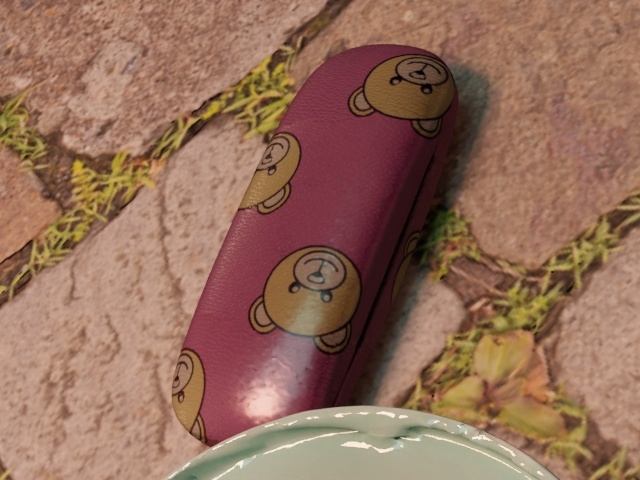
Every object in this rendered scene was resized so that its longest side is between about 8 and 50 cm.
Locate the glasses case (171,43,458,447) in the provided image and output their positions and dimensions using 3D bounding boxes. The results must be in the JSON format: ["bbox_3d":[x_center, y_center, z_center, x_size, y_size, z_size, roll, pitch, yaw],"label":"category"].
[{"bbox_3d":[0.000,0.000,1.118,0.123,0.076,0.316,7,62,34],"label":"glasses case"}]

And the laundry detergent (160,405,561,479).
[{"bbox_3d":[0.053,0.267,0.748,0.287,0.305,0.287,-15,53,20],"label":"laundry detergent"}]
